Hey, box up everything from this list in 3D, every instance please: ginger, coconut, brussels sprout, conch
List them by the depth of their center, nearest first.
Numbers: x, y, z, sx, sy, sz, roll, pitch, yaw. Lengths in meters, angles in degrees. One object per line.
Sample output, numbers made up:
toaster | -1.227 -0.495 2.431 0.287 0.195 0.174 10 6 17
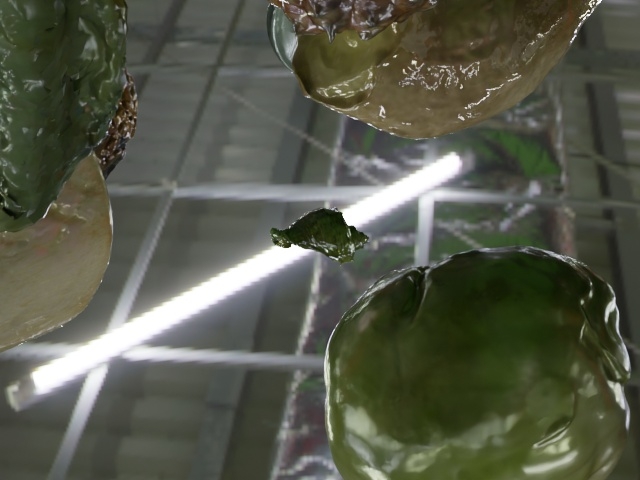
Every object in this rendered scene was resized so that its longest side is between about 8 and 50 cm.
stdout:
ginger | 0.104 -0.166 0.872 0.267 0.152 0.138 -34 -157 -21
brussels sprout | 0.136 0.140 1.134 0.273 0.317 0.243 -17 -130 -5
conch | 0.000 0.000 1.525 0.121 0.089 0.074 -1 -122 0
coconut | -0.445 -0.031 1.574 0.344 0.415 0.415 45 -129 16

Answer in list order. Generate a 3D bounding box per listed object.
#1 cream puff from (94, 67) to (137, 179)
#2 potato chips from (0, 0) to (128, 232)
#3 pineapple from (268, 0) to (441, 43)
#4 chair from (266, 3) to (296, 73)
cream puff | -0.426 -0.176 2.000 0.231 0.343 0.327 38 -133 -8
potato chips | -0.214 -0.039 0.423 0.070 0.429 0.358 44 -118 13
pineapple | 0.009 -0.214 0.698 0.166 0.193 0.166 -19 -152 11
chair | 0.100 -0.268 1.520 0.274 0.203 0.190 -31 -118 -29
